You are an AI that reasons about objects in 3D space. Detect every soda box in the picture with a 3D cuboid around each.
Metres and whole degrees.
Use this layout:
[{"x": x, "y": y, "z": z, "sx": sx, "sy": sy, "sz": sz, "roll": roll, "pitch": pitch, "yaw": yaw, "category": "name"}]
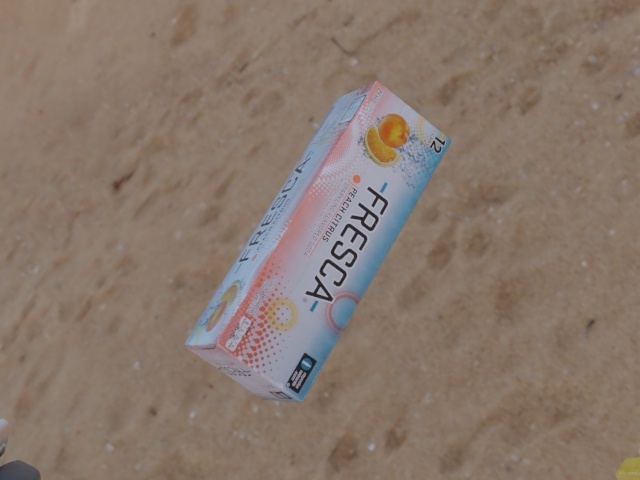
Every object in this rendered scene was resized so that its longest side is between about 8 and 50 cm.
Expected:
[{"x": 0.000, "y": 0.000, "z": 0.650, "sx": 0.183, "sy": 0.063, "sz": 0.058, "roll": -59, "pitch": 18, "yaw": -18, "category": "soda box"}]

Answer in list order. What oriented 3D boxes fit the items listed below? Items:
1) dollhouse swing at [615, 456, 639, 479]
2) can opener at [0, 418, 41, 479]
[{"x": 0.462, "y": 0.417, "z": 1.260, "sx": 0.315, "sy": 0.347, "sz": 0.305, "roll": -53, "pitch": 4, "yaw": -34, "category": "dollhouse swing"}, {"x": -0.367, "y": 0.256, "z": 1.104, "sx": 0.074, "sy": 0.093, "sz": 0.280, "roll": -71, "pitch": -13, "yaw": 18, "category": "can opener"}]
